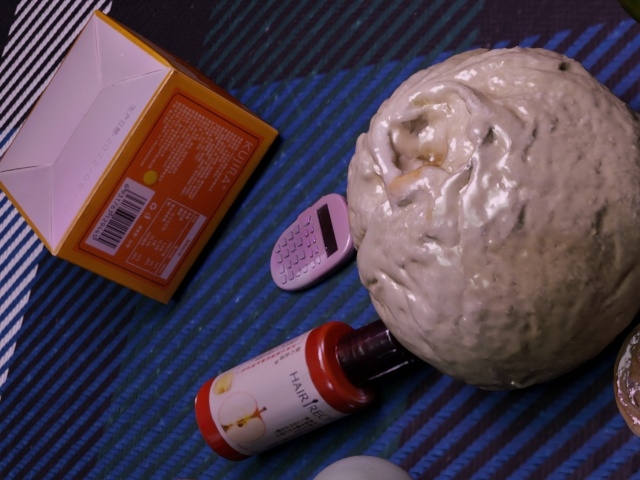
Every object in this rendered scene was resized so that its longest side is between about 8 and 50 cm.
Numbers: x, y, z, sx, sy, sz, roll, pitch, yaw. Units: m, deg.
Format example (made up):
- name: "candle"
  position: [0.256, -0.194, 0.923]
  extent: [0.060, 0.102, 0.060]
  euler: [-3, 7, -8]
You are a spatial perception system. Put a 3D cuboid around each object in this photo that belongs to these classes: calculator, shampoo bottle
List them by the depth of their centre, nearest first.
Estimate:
- name: "shampoo bottle"
  position: [-0.010, 0.157, 1.485]
  extent: [0.278, 0.104, 0.104]
  euler: [-28, 52, 31]
- name: "calculator"
  position: [0.000, 0.000, 1.616]
  extent: [0.166, 0.024, 0.103]
  euler: [-36, 48, 29]

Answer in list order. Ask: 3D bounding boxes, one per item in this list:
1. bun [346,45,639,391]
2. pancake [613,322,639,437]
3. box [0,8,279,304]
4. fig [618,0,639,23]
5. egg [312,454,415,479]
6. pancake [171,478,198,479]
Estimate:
- name: "bun"
  position: [0.166, -0.035, 1.325]
  extent: [0.349, 0.227, 0.352]
  euler: [9, 78, 44]
- name: "pancake"
  position: [0.332, 0.127, 1.231]
  extent: [0.139, 0.022, 0.139]
  euler: [-21, 57, 36]
- name: "box"
  position: [-0.249, -0.113, 1.776]
  extent: [0.283, 0.214, 0.259]
  euler: [-56, 40, 6]
- name: "fig"
  position: [0.345, -0.322, 1.333]
  extent: [0.206, 0.206, 0.275]
  euler: [-54, 42, 9]
- name: "egg"
  position: [0.045, 0.306, 1.321]
  extent: [0.149, 0.149, 0.192]
  euler: [-31, 42, 29]
- name: "pancake"
  position: [-0.176, 0.427, 1.562]
  extent: [0.286, 0.033, 0.288]
  euler: [5, 73, 46]
